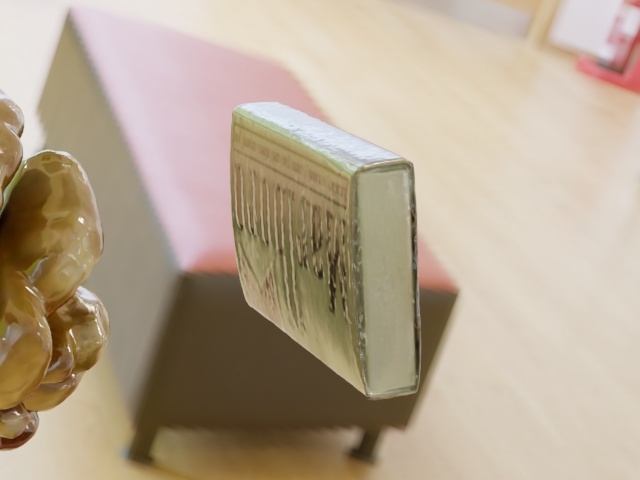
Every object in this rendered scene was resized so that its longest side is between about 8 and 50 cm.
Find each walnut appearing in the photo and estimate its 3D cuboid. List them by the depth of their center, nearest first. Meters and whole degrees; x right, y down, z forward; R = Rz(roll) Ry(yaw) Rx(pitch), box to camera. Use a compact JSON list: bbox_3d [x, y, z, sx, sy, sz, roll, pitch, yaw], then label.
[{"bbox_3d":[-0.134,0.033,0.559,0.143,0.170,0.069,50,-6,-38],"label":"walnut"}]

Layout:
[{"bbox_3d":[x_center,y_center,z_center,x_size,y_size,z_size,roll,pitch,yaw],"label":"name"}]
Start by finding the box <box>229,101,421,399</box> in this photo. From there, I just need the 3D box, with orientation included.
[{"bbox_3d":[0.000,0.000,0.977,0.036,0.115,0.177,-9,15,-20],"label":"box"}]
